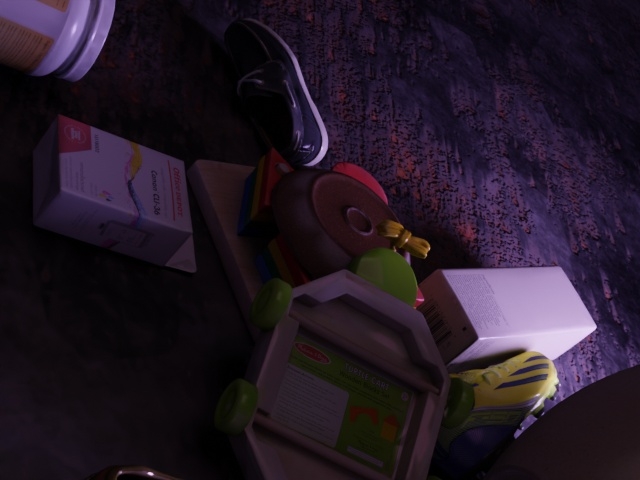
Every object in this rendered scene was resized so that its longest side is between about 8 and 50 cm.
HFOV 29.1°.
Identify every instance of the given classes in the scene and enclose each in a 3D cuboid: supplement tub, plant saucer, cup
[{"bbox_3d":[-0.345,-0.268,1.369,0.199,0.144,0.144,21,41,-32],"label":"supplement tub"},{"bbox_3d":[0.035,-0.014,1.432,0.198,0.036,0.199,28,38,-24],"label":"plant saucer"},{"bbox_3d":[0.305,0.303,1.324,0.237,0.331,0.331,-3,55,-30],"label":"cup"}]

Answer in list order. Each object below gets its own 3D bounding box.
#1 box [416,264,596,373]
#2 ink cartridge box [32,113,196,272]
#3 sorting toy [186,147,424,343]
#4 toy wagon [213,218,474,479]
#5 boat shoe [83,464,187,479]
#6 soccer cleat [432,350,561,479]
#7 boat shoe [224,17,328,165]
[{"bbox_3d":[0.235,0.101,1.627,0.275,0.094,0.113,2,53,-45],"label":"box"},{"bbox_3d":[-0.209,-0.047,1.345,0.198,0.067,0.115,20,41,-32],"label":"ink cartridge box"},{"bbox_3d":[0.000,0.000,1.493,0.257,0.089,0.255,5,50,-43],"label":"sorting toy"},{"bbox_3d":[0.039,0.140,1.305,0.267,0.068,0.344,30,59,-21],"label":"toy wagon"},{"bbox_3d":[-0.081,0.288,1.093,0.307,0.104,0.111,25,39,-26],"label":"boat shoe"},{"bbox_3d":[0.207,0.189,1.508,0.121,0.093,0.289,45,34,5],"label":"soccer cleat"},{"bbox_3d":[-0.071,-0.203,1.638,0.079,0.084,0.233,-3,59,-48],"label":"boat shoe"}]
